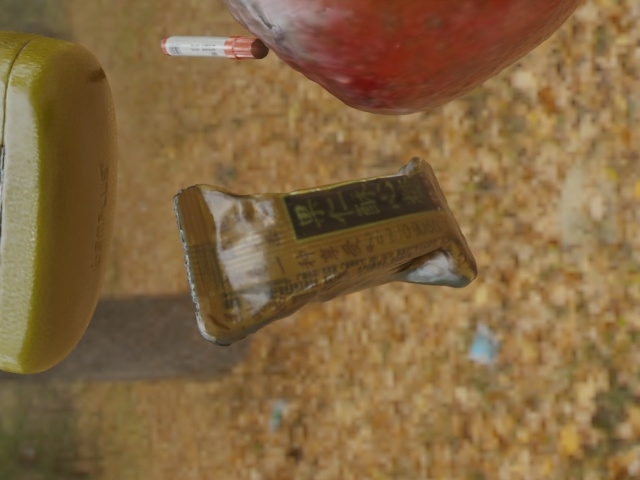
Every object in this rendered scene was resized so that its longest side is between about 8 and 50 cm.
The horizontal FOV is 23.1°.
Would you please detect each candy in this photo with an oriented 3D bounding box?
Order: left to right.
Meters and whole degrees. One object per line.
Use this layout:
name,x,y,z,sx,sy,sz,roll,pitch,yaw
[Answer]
candy,0.000,0.000,1.357,0.101,0.271,0.143,-47,60,57

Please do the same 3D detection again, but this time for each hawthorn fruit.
hawthorn fruit,0.037,-0.140,0.615,0.173,0.173,0.172,179,90,-82

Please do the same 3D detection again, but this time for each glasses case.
glasses case,-0.303,-0.040,1.692,0.173,0.141,0.371,-53,-28,-68

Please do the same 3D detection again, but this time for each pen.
pen,-0.126,-0.225,1.822,0.239,0.028,0.028,13,105,58
